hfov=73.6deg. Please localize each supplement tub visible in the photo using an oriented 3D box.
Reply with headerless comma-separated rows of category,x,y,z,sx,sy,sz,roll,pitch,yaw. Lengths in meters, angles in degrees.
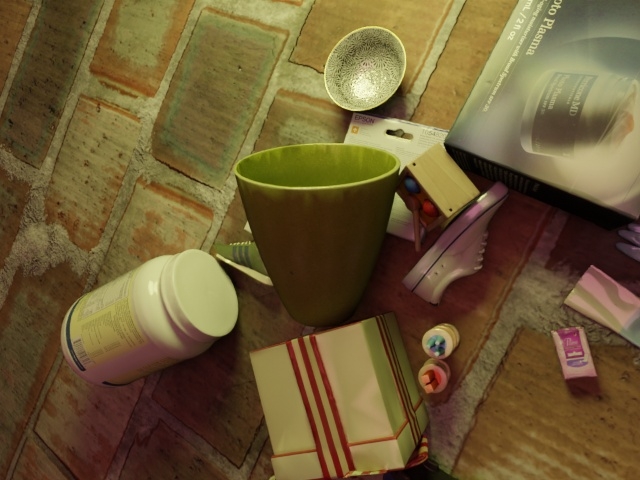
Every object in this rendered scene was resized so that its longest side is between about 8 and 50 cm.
supplement tub,-0.374,0.173,0.956,0.325,0.235,0.235,-25,76,19

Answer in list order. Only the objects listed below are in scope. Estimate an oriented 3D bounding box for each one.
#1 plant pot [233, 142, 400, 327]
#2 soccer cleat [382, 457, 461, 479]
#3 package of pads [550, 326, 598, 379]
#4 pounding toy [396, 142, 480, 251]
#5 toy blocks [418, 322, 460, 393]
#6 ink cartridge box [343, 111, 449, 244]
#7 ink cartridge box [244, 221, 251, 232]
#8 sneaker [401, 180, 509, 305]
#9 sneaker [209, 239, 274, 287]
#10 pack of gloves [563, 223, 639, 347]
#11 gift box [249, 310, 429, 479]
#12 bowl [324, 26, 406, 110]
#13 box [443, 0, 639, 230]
plant pot,0.000,0.000,0.775,0.275,0.275,0.293,9,118,24
soccer cleat,0.247,0.485,0.759,0.289,0.093,0.121,25,126,19
package of pads,0.426,0.190,0.720,0.050,0.032,0.083,-14,80,19
pounding toy,0.188,-0.069,0.751,0.100,0.141,0.130,-35,83,-9
toy blocks,0.202,0.212,0.751,0.054,0.148,0.123,14,91,24
ink cartridge box,0.136,-0.129,0.863,0.224,0.045,0.223,20,94,22
ink cartridge box,-0.079,-0.039,0.939,0.151,0.063,0.109,27,96,22
sneaker,0.260,0.011,0.777,0.091,0.094,0.258,39,116,9
sneaker,-0.159,0.031,0.974,0.192,0.064,0.086,26,89,23
pack of gloves,0.551,0.086,0.667,0.232,0.046,0.195,35,100,22
gift box,0.028,0.288,0.759,0.255,0.276,0.257,-22,79,26
bowl,0.100,-0.335,0.877,0.170,0.080,0.169,-2,84,24
box,0.406,-0.213,0.682,0.294,0.183,0.296,29,98,22
